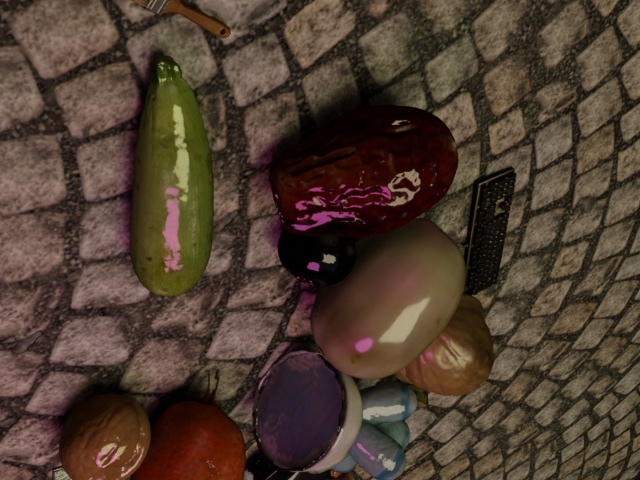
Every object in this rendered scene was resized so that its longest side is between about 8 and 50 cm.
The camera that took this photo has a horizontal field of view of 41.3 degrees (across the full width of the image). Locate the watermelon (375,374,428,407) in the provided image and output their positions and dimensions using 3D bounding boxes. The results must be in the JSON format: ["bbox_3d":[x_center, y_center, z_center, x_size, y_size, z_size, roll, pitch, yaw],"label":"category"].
[{"bbox_3d":[0.203,0.331,1.923,0.163,0.087,0.068,39,62,-52],"label":"watermelon"}]

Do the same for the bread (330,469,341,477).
[{"bbox_3d":[0.091,0.437,1.899,0.233,0.076,0.105,-32,157,-30],"label":"bread"}]

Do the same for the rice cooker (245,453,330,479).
[{"bbox_3d":[-0.075,0.498,1.802,0.203,0.118,0.142,-36,140,-6],"label":"rice cooker"}]

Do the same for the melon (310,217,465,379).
[{"bbox_3d":[0.117,0.105,1.509,0.317,0.223,0.223,-50,139,6],"label":"melon"}]

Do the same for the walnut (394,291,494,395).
[{"bbox_3d":[0.240,0.202,1.692,0.225,0.225,0.261,-42,146,3],"label":"walnut"}]

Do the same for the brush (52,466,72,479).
[{"bbox_3d":[-0.393,0.421,1.573,0.205,0.011,0.083,-11,131,-31],"label":"brush"}]

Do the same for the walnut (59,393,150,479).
[{"bbox_3d":[-0.361,0.333,1.421,0.166,0.149,0.166,-55,170,-15],"label":"walnut"}]

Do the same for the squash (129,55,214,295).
[{"bbox_3d":[-0.203,-0.076,1.185,0.118,0.118,0.370,-12,129,-29],"label":"squash"}]

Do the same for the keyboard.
[{"bbox_3d":[0.337,-0.006,1.727,0.106,0.027,0.317,-22,137,-20],"label":"keyboard"}]

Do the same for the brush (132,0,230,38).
[{"bbox_3d":[-0.178,-0.295,1.081,0.170,0.014,0.043,19,115,-46],"label":"brush"}]

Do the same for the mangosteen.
[{"bbox_3d":[0.000,0.000,1.414,0.137,0.137,0.151,33,69,-49],"label":"mangosteen"}]

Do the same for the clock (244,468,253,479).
[{"bbox_3d":[-0.190,0.464,1.683,0.080,0.117,0.176,-40,139,-1],"label":"clock"}]

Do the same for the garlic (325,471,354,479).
[{"bbox_3d":[-0.010,0.576,1.965,0.198,0.090,0.128,30,90,-41],"label":"garlic"}]

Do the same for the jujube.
[{"bbox_3d":[0.067,-0.105,1.307,0.290,0.197,0.197,-17,137,-2],"label":"jujube"}]

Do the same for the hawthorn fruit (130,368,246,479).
[{"bbox_3d":[-0.223,0.376,1.522,0.211,0.211,0.299,31,74,-48],"label":"hawthorn fruit"}]

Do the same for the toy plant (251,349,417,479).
[{"bbox_3d":[0.058,0.360,1.681,0.332,0.247,0.247,25,109,-44],"label":"toy plant"}]
